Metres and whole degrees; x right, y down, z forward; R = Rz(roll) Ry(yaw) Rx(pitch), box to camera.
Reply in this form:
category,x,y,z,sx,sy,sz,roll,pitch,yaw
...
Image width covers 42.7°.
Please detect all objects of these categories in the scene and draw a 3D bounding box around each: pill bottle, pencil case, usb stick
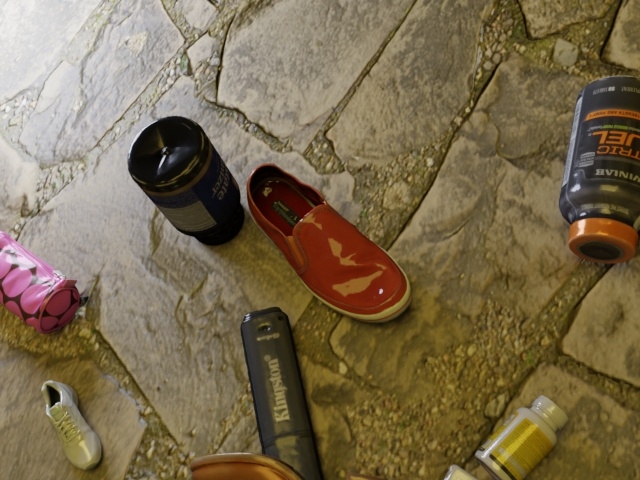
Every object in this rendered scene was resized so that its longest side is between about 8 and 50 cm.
category,x,y,z,sx,sy,sz,roll,pitch,yaw
pill bottle,0.405,-0.094,1.134,0.131,0.130,0.245,8,67,19
pill bottle,-0.193,-0.080,1.238,0.123,0.219,0.122,-6,63,12
pencil case,-0.479,0.061,1.320,0.209,0.095,0.098,29,110,24
pill bottle,0.257,0.253,1.035,0.116,0.065,0.065,-44,61,-8
usb stick,-0.057,0.225,1.146,0.077,0.045,0.278,-18,60,7

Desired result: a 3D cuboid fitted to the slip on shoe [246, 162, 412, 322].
category,x,y,z,sx,sy,sz,roll,pitch,yaw
slip on shoe,0.000,0.000,1.214,0.123,0.101,0.331,-41,62,-9

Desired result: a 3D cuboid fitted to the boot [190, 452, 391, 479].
category,x,y,z,sx,sy,sz,roll,pitch,yaw
boot,-0.048,0.381,0.991,0.284,0.109,0.220,8,70,11

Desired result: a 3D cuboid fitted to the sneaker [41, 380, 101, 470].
category,x,y,z,sx,sy,sz,roll,pitch,yaw
sneaker,-0.373,0.270,1.201,0.054,0.061,0.152,-35,62,-6

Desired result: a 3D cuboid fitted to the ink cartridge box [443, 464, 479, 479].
category,x,y,z,sx,sy,sz,roll,pitch,yaw
ink cartridge box,0.240,0.428,0.953,0.311,0.065,0.185,29,75,29
